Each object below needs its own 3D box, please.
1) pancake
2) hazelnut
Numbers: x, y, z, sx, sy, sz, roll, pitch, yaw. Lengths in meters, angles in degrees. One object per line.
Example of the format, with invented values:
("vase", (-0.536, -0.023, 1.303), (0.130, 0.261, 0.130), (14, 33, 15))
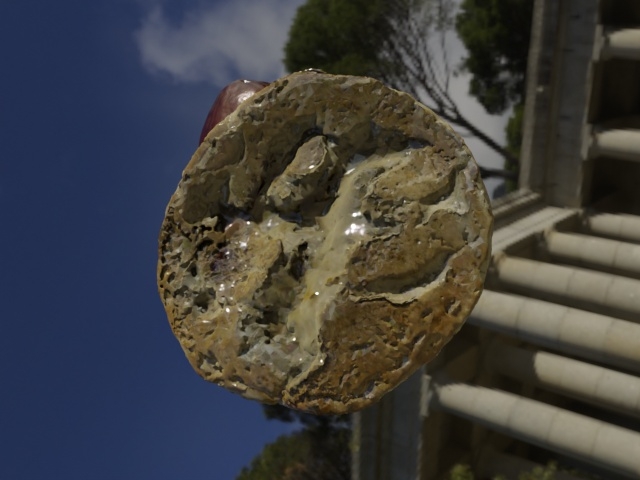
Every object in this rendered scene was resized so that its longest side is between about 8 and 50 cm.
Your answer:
("pancake", (0.000, -0.001, 0.989), (0.387, 0.386, 0.082), (-68, -20, -13))
("hazelnut", (-0.099, -0.151, 1.348), (0.204, 0.177, 0.178), (-49, -37, -72))
